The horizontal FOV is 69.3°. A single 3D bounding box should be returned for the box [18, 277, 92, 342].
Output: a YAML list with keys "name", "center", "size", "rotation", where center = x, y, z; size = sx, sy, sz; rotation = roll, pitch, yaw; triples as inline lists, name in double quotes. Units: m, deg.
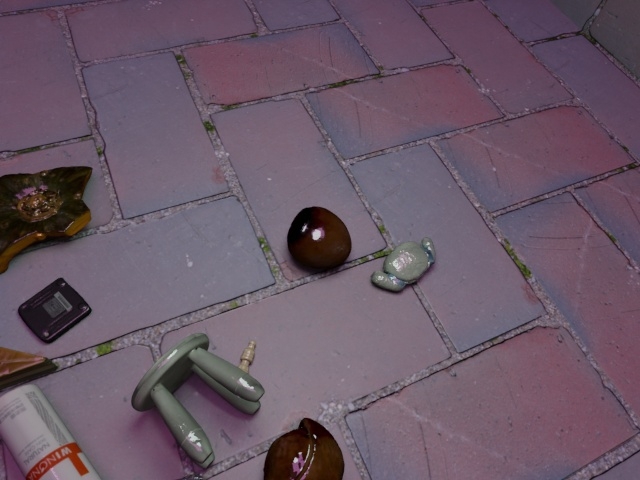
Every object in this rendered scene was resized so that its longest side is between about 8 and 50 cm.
- name: "box"
  center: [-0.621, 0.162, 1.080]
  size: [0.126, 0.027, 0.125]
  rotation: [39, 62, 16]

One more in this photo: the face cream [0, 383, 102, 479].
- name: "face cream"
  center: [-0.503, 0.435, 0.883]
  size: [0.345, 0.102, 0.102]
  rotation: [42, 62, 19]

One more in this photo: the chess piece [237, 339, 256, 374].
- name: "chess piece"
  center: [-0.171, 0.274, 1.071]
  size: [0.035, 0.035, 0.092]
  rotation: [16, 54, 2]

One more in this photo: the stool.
- name: "stool"
  center: [-0.245, 0.324, 0.939]
  size: [0.198, 0.195, 0.195]
  rotation: [41, 61, 12]

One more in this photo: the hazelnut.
- name: "hazelnut"
  center: [-0.045, 0.457, 0.890]
  size: [0.160, 0.170, 0.201]
  rotation: [40, 51, 18]

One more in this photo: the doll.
- name: "doll"
  center: [0.229, 0.062, 1.233]
  size: [0.214, 0.071, 0.103]
  rotation: [-34, 67, -21]

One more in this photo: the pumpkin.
- name: "pumpkin"
  center: [-0.712, -0.070, 1.171]
  size: [0.258, 0.095, 0.290]
  rotation: [-12, 57, -11]

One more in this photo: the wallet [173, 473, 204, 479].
- name: "wallet"
  center: [-0.281, 0.566, 0.853]
  size: [0.170, 0.069, 0.231]
  rotation: [-10, 59, -8]

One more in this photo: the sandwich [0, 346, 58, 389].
- name: "sandwich"
  center: [-0.660, 0.290, 0.966]
  size: [0.163, 0.079, 0.114]
  rotation: [13, 60, -2]

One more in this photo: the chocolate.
- name: "chocolate"
  center: [0.000, 0.000, 1.204]
  size: [0.176, 0.177, 0.177]
  rotation: [4, 58, -6]
